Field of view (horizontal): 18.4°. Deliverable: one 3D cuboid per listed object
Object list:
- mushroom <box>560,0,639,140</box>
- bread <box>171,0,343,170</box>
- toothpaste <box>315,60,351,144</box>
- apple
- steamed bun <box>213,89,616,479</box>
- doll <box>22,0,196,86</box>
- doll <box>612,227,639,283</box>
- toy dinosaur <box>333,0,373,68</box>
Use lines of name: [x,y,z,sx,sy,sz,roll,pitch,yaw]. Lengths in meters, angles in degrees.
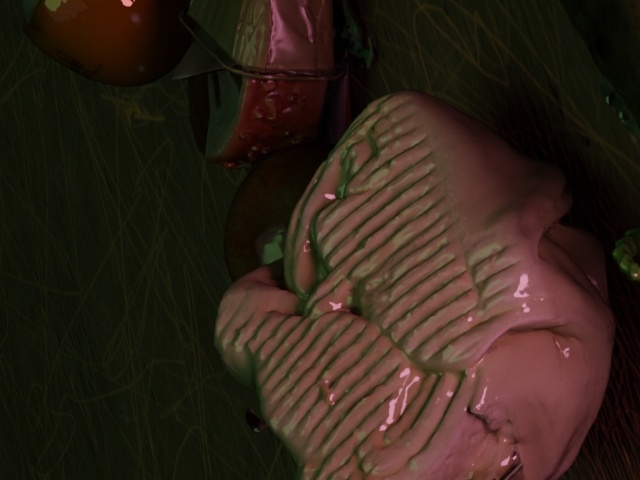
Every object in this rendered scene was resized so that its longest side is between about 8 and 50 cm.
mushroom: [0.252,-0.124,1.351,0.247,0.130,0.344,-41,65,58]
bread: [-0.069,-0.180,1.957,0.224,0.142,0.212,-130,47,-59]
toothpaste: [0.008,-0.063,1.994,0.089,0.057,0.234,9,103,62]
apple: [0.000,0.000,1.873,0.174,0.188,0.188,10,112,57]
steamed bun: [0.098,0.090,1.660,0.346,0.237,0.394,-7,66,41]
doll: [-0.218,-0.293,2.225,0.236,0.213,0.213,-61,23,-12]
doll: [0.281,0.043,1.391,0.190,0.115,0.050,-130,34,-48]
toy dinosaur: [0.031,-0.204,1.901,0.062,0.021,0.083,37,140,55]
